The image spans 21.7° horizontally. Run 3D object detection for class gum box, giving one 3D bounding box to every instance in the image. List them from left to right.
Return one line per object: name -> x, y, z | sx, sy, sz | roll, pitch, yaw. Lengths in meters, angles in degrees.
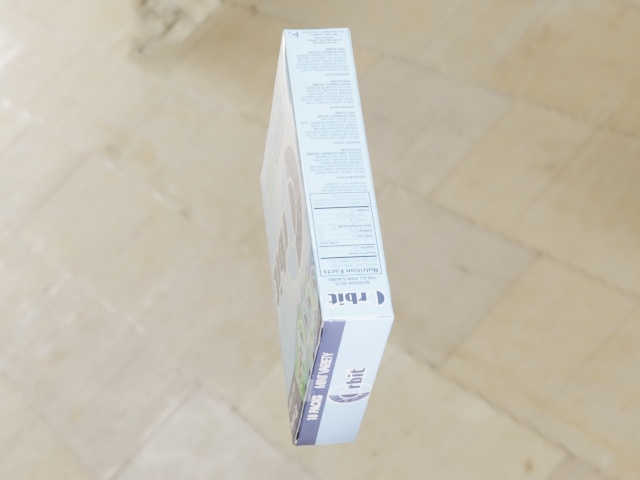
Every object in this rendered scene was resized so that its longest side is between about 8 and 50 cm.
gum box -> 0.000, 0.000, 0.947 | 0.157, 0.041, 0.184 | 103, -17, -58
